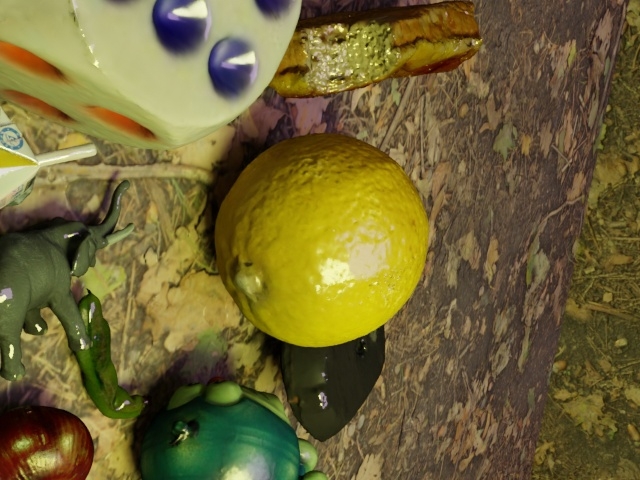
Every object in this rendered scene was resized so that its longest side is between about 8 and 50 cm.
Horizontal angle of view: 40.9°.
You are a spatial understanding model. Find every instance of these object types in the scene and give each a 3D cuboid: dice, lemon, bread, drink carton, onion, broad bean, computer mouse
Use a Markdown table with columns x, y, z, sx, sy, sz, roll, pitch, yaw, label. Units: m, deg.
| x | y | z | sx | sy | sz | roll | pitch | yaw | label |
| --- | --- | --- | --- | --- | --- | --- | --- | --- | --- |
| -0.184 | -0.225 | 0.710 | 0.259 | 0.251 | 0.243 | 39 | 69 | -56 | dice |
| 0.001 | -0.001 | 1.090 | 0.293 | 0.293 | 0.293 | -30 | 128 | -49 | lemon |
| 0.084 | -0.267 | 1.190 | 0.380 | 0.185 | 0.109 | -26 | 118 | -50 | bread |
| -0.282 | -0.054 | 0.686 | 0.200 | 0.084 | 0.074 | -36 | 92 | -28 | drink carton |
| -0.286 | 0.223 | 0.875 | 0.118 | 0.118 | 0.117 | -50 | 163 | -35 | onion |
| -0.246 | 0.141 | 0.967 | 0.061 | 0.046 | 0.195 | -44 | 136 | -29 | broad bean |
| 0.011 | 0.172 | 1.289 | 0.323 | 0.116 | 0.183 | -39 | 114 | -65 | computer mouse |

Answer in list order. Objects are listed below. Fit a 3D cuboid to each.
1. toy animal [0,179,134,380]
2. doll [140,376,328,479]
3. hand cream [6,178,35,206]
| x | y | z | sx | sy | sz | roll | pitch | yaw | label |
| --- | --- | --- | --- | --- | --- | --- | --- | --- | --- |
| -0.269 | 0.042 | 0.851 | 0.269 | 0.082 | 0.137 | -40 | 137 | -57 | toy animal |
| -0.109 | 0.294 | 1.101 | 0.322 | 0.198 | 0.186 | 53 | 33 | -49 | doll |
| -0.345 | -0.105 | 0.699 | 0.091 | 0.058 | 0.271 | -58 | 143 | -5 | hand cream |
